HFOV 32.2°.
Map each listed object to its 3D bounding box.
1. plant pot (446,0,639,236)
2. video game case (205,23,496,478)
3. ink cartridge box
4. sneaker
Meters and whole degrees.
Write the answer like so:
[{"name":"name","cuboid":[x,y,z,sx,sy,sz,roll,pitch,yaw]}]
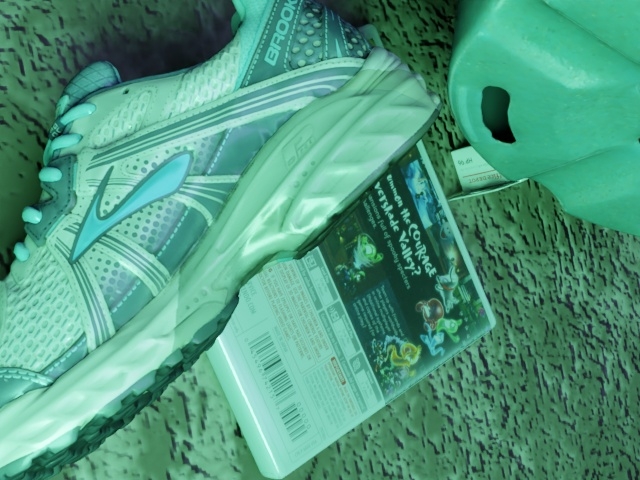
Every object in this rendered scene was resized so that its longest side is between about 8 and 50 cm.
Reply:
[{"name":"plant pot","cuboid":[0.223,-0.192,0.567,0.341,0.341,0.334,30,66,-29]},{"name":"video game case","cuboid":[0.000,0.000,0.590,0.173,0.022,0.190,-29,101,-34]},{"name":"ink cartridge box","cuboid":[0.114,-0.050,0.659,0.083,0.048,0.028,-22,96,-36]},{"name":"sneaker","cuboid":[-0.084,-0.004,0.484,0.283,0.110,0.122,-43,86,-16]}]
